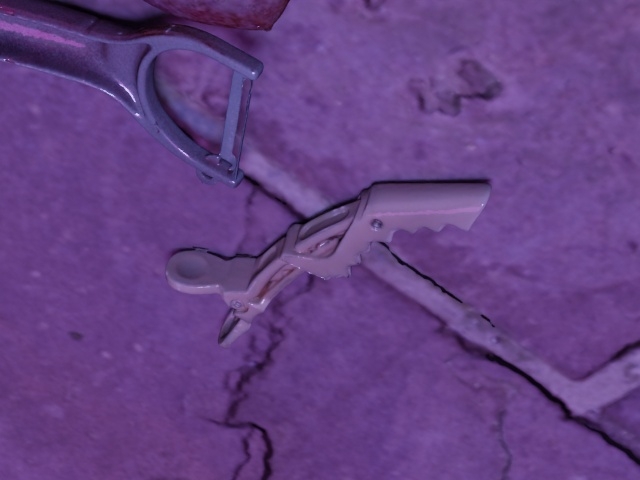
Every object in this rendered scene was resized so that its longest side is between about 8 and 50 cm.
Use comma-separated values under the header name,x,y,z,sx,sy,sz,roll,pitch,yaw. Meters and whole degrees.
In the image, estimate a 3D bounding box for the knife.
name,x,y,z,sx,sy,sz,roll,pitch,yaw
knife,-0.170,-0.104,1.057,0.278,0.053,0.123,16,141,1

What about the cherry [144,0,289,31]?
name,x,y,z,sx,sy,sz,roll,pitch,yaw
cherry,-0.086,-0.194,0.921,0.107,0.090,0.225,-15,121,44

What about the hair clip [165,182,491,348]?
name,x,y,z,sx,sy,sz,roll,pitch,yaw
hair clip,0.000,0.000,1.128,0.226,0.034,0.072,-27,122,35
